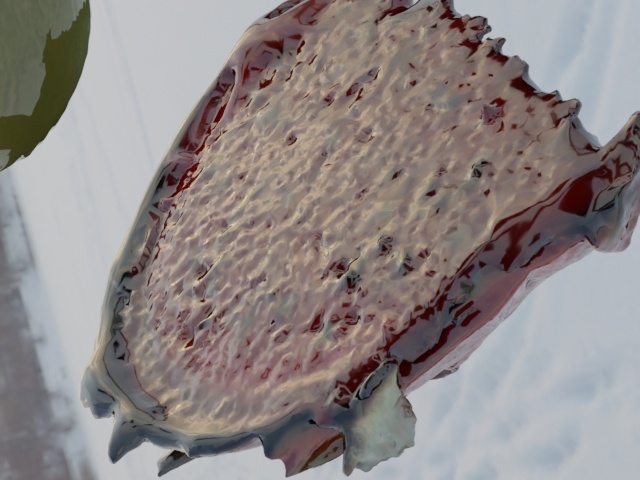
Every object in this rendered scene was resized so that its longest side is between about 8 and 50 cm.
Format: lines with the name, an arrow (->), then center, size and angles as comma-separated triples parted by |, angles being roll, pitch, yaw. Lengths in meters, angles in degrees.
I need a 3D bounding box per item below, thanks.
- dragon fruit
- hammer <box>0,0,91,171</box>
dragon fruit -> 0.000, 0.000, 0.685 | 0.100, 0.282, 0.343 | 50, -175, -33
hammer -> -0.176, -0.172, 0.414 | 0.201, 0.113, 0.306 | 14, 123, 31
